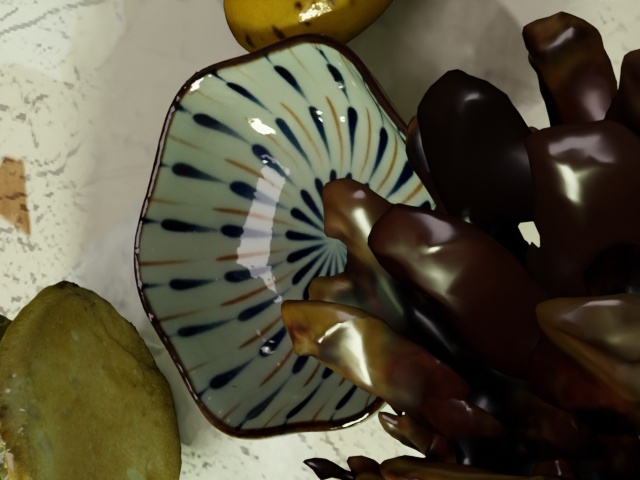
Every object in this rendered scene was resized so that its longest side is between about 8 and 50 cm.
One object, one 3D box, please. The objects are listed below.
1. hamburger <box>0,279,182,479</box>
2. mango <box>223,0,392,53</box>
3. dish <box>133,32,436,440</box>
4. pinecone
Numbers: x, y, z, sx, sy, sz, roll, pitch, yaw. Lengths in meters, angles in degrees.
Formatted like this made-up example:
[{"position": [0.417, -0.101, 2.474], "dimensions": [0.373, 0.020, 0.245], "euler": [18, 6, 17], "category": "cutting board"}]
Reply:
[{"position": [-0.148, 0.110, 0.901], "dimensions": [0.131, 0.185, 0.159], "euler": [-15, 39, 28], "category": "hamburger"}, {"position": [-0.004, -0.123, 0.815], "dimensions": [0.114, 0.057, 0.079], "euler": [-21, 58, 47], "category": "mango"}, {"position": [0.000, 0.000, 0.815], "dimensions": [0.190, 0.066, 0.191], "euler": [-1, 89, 41], "category": "dish"}, {"position": [0.104, 0.039, 0.614], "dimensions": [0.264, 0.264, 0.264], "euler": [2, 93, 42], "category": "pinecone"}]
